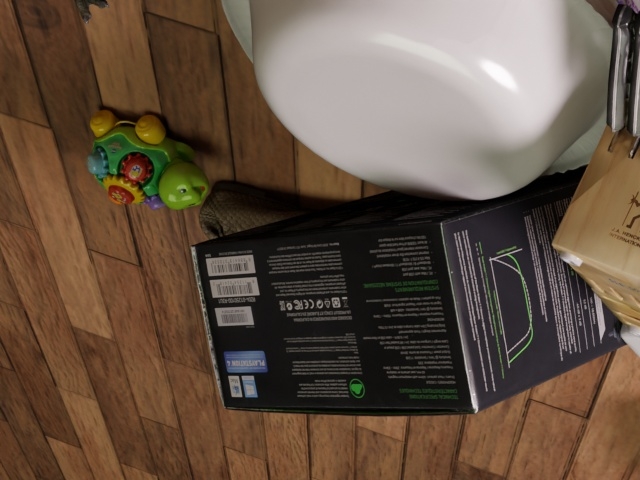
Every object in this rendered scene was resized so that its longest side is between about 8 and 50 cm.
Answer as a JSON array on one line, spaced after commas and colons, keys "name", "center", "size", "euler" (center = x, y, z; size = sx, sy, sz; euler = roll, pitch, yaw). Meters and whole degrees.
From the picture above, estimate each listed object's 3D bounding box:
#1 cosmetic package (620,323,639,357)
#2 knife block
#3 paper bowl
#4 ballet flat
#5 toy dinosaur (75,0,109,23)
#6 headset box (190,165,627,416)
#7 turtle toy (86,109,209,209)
[{"name": "cosmetic package", "center": [0.342, 0.044, 1.135], "size": [0.183, 0.151, 0.151], "euler": [-1, 147, 41]}, {"name": "knife block", "center": [0.244, -0.067, 0.966], "size": [0.088, 0.242, 0.275], "euler": [24, 173, 31]}, {"name": "paper bowl", "center": [0.070, -0.132, 1.027], "size": [0.284, 0.148, 0.284], "euler": [17, 154, 9]}, {"name": "ballet flat", "center": [0.000, 0.000, 1.441], "size": [0.250, 0.058, 0.084], "euler": [12, 153, 22]}, {"name": "toy dinosaur", "center": [-0.171, -0.224, 1.150], "size": [0.268, 0.064, 0.118], "euler": [-5, 136, 49]}, {"name": "headset box", "center": [0.095, 0.029, 1.190], "size": [0.246, 0.283, 0.131], "euler": [-5, 98, 43]}, {"name": "turtle toy", "center": [-0.155, -0.063, 1.436], "size": [0.130, 0.066, 0.095], "euler": [9, 151, 28]}]
